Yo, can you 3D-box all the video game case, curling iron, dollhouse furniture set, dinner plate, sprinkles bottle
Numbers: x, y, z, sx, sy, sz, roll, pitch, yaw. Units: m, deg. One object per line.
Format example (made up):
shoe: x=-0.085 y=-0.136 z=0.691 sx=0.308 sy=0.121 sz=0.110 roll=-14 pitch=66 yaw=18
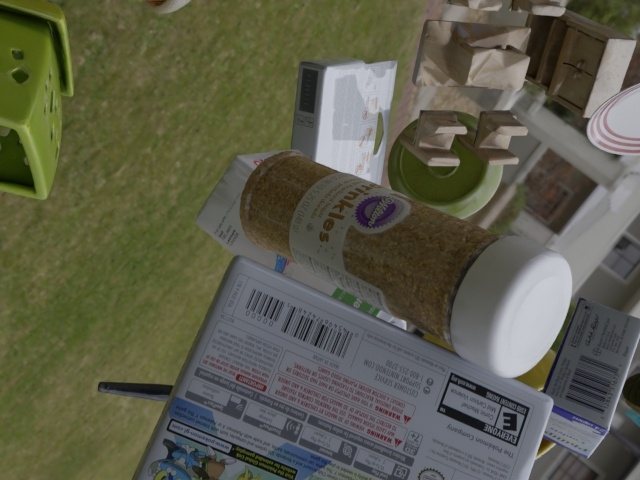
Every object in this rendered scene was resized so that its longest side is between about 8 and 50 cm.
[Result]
video game case: x=0.013 y=0.214 z=0.697 sx=0.300 sy=0.329 sz=0.036 roll=-67 pitch=-170 yaw=-13
curling iron: x=-0.240 y=0.270 z=1.364 sx=0.068 sy=0.274 sz=0.035 roll=-112 pitch=-138 yaw=-62
dollhouse furniture set: x=0.346 y=-0.358 z=1.528 sx=0.394 sy=0.256 sz=0.362 roll=-2 pitch=120 yaw=-23
dinner plate: x=0.318 y=-0.120 z=0.738 sx=0.141 sy=0.141 sz=0.017 roll=107 pitch=-19 yaw=-66
sprinkles bottle: x=0.068 y=0.010 z=0.806 sx=0.121 sy=0.355 sz=0.121 roll=-22 pitch=123 yaw=-37

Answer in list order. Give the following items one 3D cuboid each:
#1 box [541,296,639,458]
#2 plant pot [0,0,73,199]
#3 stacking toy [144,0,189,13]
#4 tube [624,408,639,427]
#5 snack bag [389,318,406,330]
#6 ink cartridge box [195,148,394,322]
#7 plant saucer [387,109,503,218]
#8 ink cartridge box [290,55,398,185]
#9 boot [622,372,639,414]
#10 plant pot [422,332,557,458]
box: x=0.284 y=0.150 z=0.862 sx=0.126 sy=0.072 sz=0.137 roll=-62 pitch=160 yaw=-21
plant pot: x=-0.454 y=-0.212 z=1.070 sx=0.227 sy=0.228 sz=0.207 roll=120 pitch=-17 yaw=-66
stacking toy: x=-0.382 y=-0.524 z=1.078 sx=0.480 sy=0.350 sz=0.350 roll=5 pitch=137 yaw=-28
tube: x=0.702 y=0.399 z=1.581 sx=0.080 sy=0.207 sz=0.052 roll=-40 pitch=-174 yaw=34
snack bag: x=0.030 y=0.149 z=1.651 sx=0.037 sy=0.323 sz=0.342 roll=169 pitch=-78 yaw=-72
ink cartridge box: x=0.000 y=0.000 z=1.099 sx=0.117 sy=0.278 sz=0.201 roll=-56 pitch=166 yaw=20
plant saucer: x=0.253 y=-0.159 z=1.652 sx=0.241 sy=0.241 sz=0.037 roll=-52 pitch=161 yaw=3
ink cartridge box: x=0.039 y=-0.185 z=1.414 sx=0.239 sy=0.060 sz=0.275 roll=-24 pitch=127 yaw=-54
boot: x=0.643 y=0.355 z=1.337 sx=0.089 sy=0.236 sz=0.269 roll=-45 pitch=125 yaw=-30
plant pot: x=0.302 y=0.254 z=1.435 sx=0.254 sy=0.239 sz=0.254 roll=-19 pitch=137 yaw=-19
